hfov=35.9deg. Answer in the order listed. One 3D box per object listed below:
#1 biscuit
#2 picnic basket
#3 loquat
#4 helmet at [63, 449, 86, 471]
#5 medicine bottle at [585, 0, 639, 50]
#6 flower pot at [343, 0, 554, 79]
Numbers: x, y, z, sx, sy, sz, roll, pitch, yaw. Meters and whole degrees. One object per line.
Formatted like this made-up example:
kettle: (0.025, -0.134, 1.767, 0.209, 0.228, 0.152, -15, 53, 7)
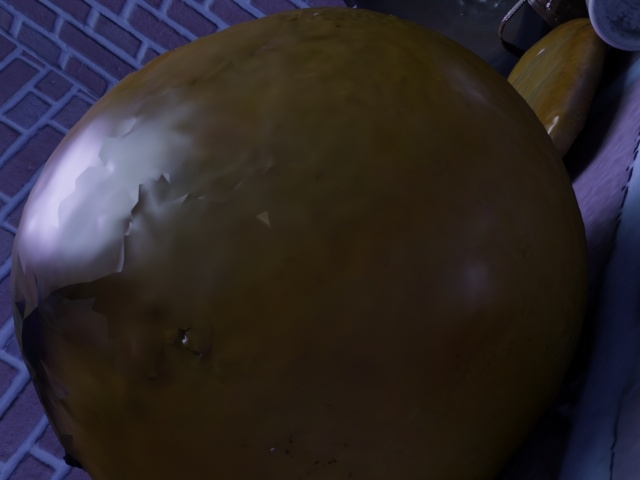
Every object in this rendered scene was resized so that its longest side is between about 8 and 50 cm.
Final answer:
biscuit: (0.144, -0.079, 0.715, 0.203, 0.041, 0.260, -54, 4, 8)
picnic basket: (0.188, -0.183, 0.816, 0.083, 0.072, 0.072, -45, 10, 31)
loquat: (-0.005, 0.021, 0.463, 0.263, 0.263, 0.263, -55, 5, 8)
helmet: (-0.269, 0.283, 1.530, 0.230, 0.160, 0.279, -56, -9, -14)
medicine bottle: (0.212, -0.189, 0.693, 0.059, 0.059, 0.231, -53, 6, 26)
flower pot: (0.173, -0.361, 0.981, 0.251, 0.379, 0.379, -34, -2, -20)
